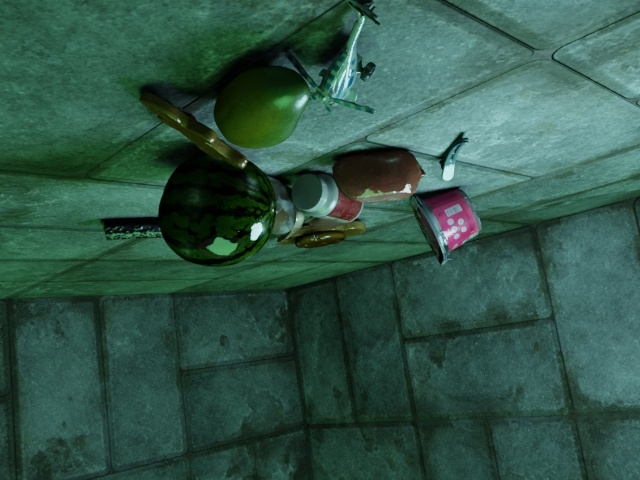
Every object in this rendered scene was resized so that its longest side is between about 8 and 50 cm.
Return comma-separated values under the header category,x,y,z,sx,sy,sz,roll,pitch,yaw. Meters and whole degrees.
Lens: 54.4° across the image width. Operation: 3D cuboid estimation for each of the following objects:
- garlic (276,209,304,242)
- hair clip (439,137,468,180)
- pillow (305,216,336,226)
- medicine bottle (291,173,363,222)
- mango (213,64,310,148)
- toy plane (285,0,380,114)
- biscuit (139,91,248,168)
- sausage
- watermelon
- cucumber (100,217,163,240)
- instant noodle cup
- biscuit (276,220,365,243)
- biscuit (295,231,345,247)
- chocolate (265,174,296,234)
category,x,y,z,sx,sy,sz,roll,pitch,yaw
garlic,-0.115,-0.059,2.243,0.124,0.099,0.174,-20,174,-22
hair clip,0.374,-0.244,1.753,0.039,0.070,0.229,-4,162,-2
pillow,0.048,-0.095,2.212,0.171,0.075,0.179,-5,170,-17
medicine bottle,0.024,-0.127,1.867,0.131,0.131,0.250,-14,169,29
mango,-0.108,-0.241,1.143,0.156,0.114,0.251,21,166,-19
toy plane,0.037,-0.317,1.059,0.182,0.107,0.273,29,150,20
biscuit,-0.249,-0.220,1.219,0.165,0.036,0.250,25,174,39
sausage,0.161,-0.174,1.719,0.254,0.148,0.148,-10,170,-4
watermelon,-0.249,-0.077,1.532,0.285,0.285,0.285,-8,170,-1
cucumber,-0.563,-0.041,2.046,0.300,0.072,0.072,-3,169,-26
instant noodle cup,0.467,-0.074,2.264,0.182,0.258,0.302,-26,126,1
biscuit,0.001,-0.032,2.585,0.376,0.051,0.269,-10,168,5
biscuit,0.000,0.000,2.527,0.212,0.036,0.212,-8,170,-1
chocolate,-0.119,-0.105,1.788,0.080,0.157,0.254,-7,171,18
